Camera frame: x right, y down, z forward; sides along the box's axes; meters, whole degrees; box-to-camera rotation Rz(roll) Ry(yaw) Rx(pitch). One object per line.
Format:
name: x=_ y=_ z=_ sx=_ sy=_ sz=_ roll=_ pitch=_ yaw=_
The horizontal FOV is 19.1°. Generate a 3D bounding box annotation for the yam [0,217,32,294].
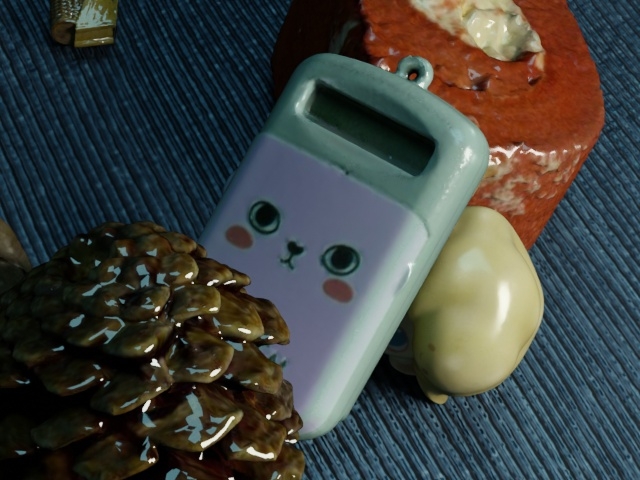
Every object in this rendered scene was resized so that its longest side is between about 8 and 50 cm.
yam: x=-0.271 y=0.066 z=1.021 sx=0.238 sy=0.129 sz=0.128 roll=-42 pitch=107 yaw=-46

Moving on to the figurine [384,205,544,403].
figurine: x=0.038 y=0.027 z=1.162 sx=0.196 sy=0.108 sz=0.114 roll=13 pitch=72 yaw=12

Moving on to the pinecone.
pinecone: x=-0.091 y=0.094 z=1.004 sx=0.179 sy=0.204 sz=0.184 roll=-8 pitch=35 yaw=29

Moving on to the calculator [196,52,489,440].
calculator: x=0.000 y=0.000 z=1.119 sx=0.141 sy=0.246 sz=0.045 roll=31 pitch=1 yaw=30

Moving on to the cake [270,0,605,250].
cake: x=0.076 y=-0.100 z=1.289 sx=0.177 sy=0.151 sz=0.283 roll=12 pitch=40 yaw=-20

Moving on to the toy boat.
toy boat: x=-0.172 y=-0.194 z=1.396 sx=0.049 sy=0.047 sz=0.149 roll=5 pitch=43 yaw=-10
